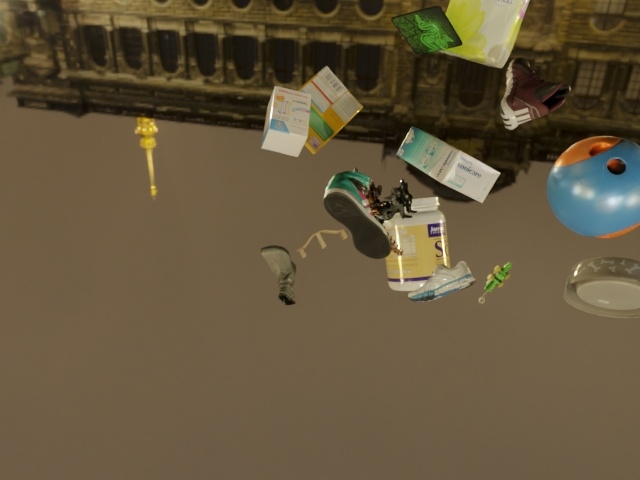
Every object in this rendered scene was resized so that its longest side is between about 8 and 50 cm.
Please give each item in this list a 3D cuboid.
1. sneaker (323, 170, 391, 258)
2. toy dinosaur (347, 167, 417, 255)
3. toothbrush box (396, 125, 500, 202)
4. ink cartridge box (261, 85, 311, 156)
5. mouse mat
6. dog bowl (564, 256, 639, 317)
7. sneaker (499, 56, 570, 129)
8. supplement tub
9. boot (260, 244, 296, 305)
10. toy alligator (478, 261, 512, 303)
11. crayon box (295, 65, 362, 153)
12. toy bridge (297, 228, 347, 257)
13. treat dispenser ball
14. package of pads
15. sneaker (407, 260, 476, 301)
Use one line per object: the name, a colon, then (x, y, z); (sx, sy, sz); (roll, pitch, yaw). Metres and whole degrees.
sneaker: (0.113, -0.091, 1.657); (0.124, 0.295, 0.178); (-20, -141, 27)
toy dinosaur: (0.197, -0.104, 1.929); (0.219, 0.322, 0.164); (-26, -151, 27)
toothbrush box: (0.443, -0.270, 2.004); (0.216, 0.126, 0.295); (19, -165, -34)
ink cartridge box: (-0.080, -0.288, 1.350); (0.092, 0.090, 0.143); (11, -115, -14)
mouse mat: (0.309, -0.603, 1.650); (0.153, 0.007, 0.190); (-2, 162, 35)
dog bowl: (1.087, 0.173, 2.116); (0.349, 0.348, 0.102); (11, -115, 17)
sneaker: (0.586, -0.408, 1.534); (0.163, 0.106, 0.281); (-8, -135, 35)
supplement tub: (0.359, 0.012, 2.153); (0.241, 0.331, 0.241); (-6, -179, 0)
boot: (-0.137, 0.130, 2.046); (0.084, 0.246, 0.161); (-13, -121, 15)
toy alligator: (0.647, 0.153, 2.141); (0.056, 0.189, 0.051); (35, -172, -12)
crayon box: (-0.016, -0.452, 2.023); (0.323, 0.203, 0.083); (-49, -170, -35)
toy bridge: (0.000, 0.000, 2.071); (0.188, 0.026, 0.063); (-24, -107, -12)
treat dispenser ball: (0.794, -0.150, 1.614); (0.288, 0.288, 0.288); (1, -152, -1)
package of pads: (0.516, -0.708, 1.777); (0.229, 0.296, 0.101); (27, -159, 25)
sneaker: (0.322, 0.110, 1.553); (0.191, 0.082, 0.071); (-24, 159, 24)
